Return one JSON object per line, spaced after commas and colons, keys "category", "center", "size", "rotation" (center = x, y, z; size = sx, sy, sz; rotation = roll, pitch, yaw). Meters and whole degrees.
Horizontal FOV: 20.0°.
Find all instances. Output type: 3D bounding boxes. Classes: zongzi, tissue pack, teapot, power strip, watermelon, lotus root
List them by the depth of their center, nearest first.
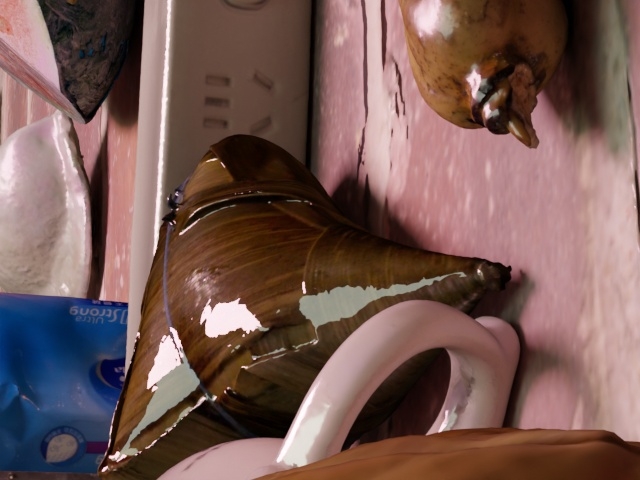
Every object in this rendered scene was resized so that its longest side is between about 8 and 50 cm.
{"category": "lotus root", "center": [0.061, -0.087, 0.695], "size": [0.152, 0.063, 0.072], "rotation": [-102, 8, -47]}
{"category": "teapot", "center": [0.004, 0.166, 0.718], "size": [0.208, 0.166, 0.300], "rotation": [39, 115, 49]}
{"category": "zongzi", "center": [0.000, 0.000, 0.850], "size": [0.242, 0.112, 0.221], "rotation": [-44, 30, 38]}
{"category": "power strip", "center": [-0.055, -0.036, 1.023], "size": [0.062, 0.091, 0.385], "rotation": [163, 111, -70]}
{"category": "tissue pack", "center": [-0.224, 0.145, 1.238], "size": [0.146, 0.263, 0.198], "rotation": [-108, 28, -50]}
{"category": "watermelon", "center": [-0.210, -0.223, 1.527], "size": [0.175, 0.188, 0.322], "rotation": [-48, -2, -8]}

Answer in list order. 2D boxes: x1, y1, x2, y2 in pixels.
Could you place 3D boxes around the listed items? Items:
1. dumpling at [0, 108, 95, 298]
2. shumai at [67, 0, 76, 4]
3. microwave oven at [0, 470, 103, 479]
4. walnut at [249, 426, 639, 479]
{"category": "dumpling", "center": [-0.248, -0.016, 1.676], "size": [0.105, 0.149, 0.217], "rotation": [-44, -17, -52]}
{"category": "shumai", "center": [-0.170, -0.270, 1.371], "size": [0.184, 0.142, 0.184], "rotation": [-177, 90, -70]}
{"category": "microwave oven", "center": [-0.154, 0.224, 1.028], "size": [0.194, 0.240, 0.145], "rotation": [-103, 23, -45]}
{"category": "walnut", "center": [0.027, 0.184, 0.410], "size": [0.252, 0.277, 0.313], "rotation": [32, 117, 36]}
